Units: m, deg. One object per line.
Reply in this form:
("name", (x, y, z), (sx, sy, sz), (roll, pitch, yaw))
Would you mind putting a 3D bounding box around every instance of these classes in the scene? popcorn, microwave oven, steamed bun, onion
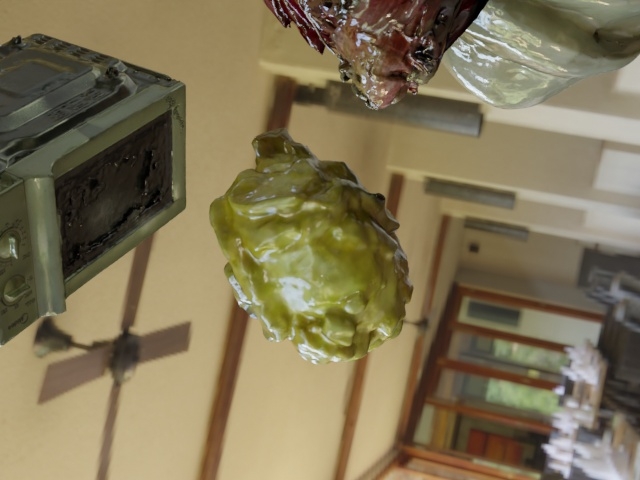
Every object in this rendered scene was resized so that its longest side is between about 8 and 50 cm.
("popcorn", (0.000, 0.000, 1.108), (0.233, 0.192, 0.266), (14, -131, -59))
("microwave oven", (-0.365, -0.089, 1.250), (0.355, 0.286, 0.219), (-43, -33, -47))
("steamed bun", (0.277, -0.339, 1.110), (0.368, 0.255, 0.342), (-46, -66, -9))
("onion", (0.056, -0.258, 0.903), (0.281, 0.221, 0.281), (-17, -90, -73))
